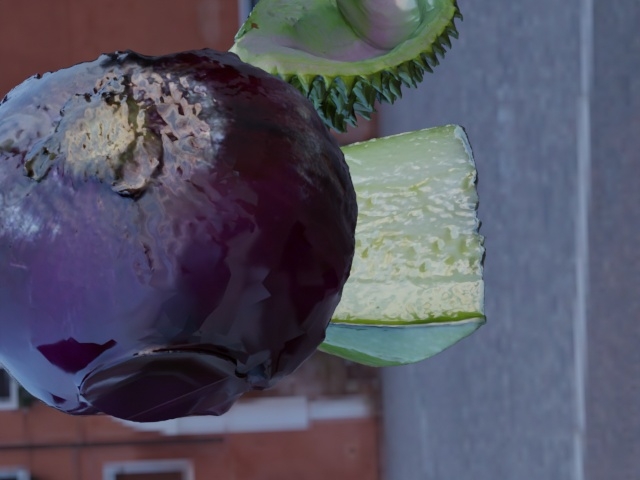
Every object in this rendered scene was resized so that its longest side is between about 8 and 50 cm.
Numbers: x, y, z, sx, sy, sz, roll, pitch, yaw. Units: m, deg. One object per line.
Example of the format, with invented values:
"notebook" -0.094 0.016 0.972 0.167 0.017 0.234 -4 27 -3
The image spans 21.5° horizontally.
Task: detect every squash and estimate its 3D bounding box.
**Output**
"squash" 0.000 0.000 1.253 0.204 0.155 0.237 -44 25 29

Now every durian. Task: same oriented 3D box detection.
"durian" 0.032 -0.213 1.637 0.169 0.157 0.355 49 -150 -16

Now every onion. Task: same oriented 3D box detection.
"onion" -0.059 0.025 0.712 0.135 0.173 0.198 -96 -17 -44
